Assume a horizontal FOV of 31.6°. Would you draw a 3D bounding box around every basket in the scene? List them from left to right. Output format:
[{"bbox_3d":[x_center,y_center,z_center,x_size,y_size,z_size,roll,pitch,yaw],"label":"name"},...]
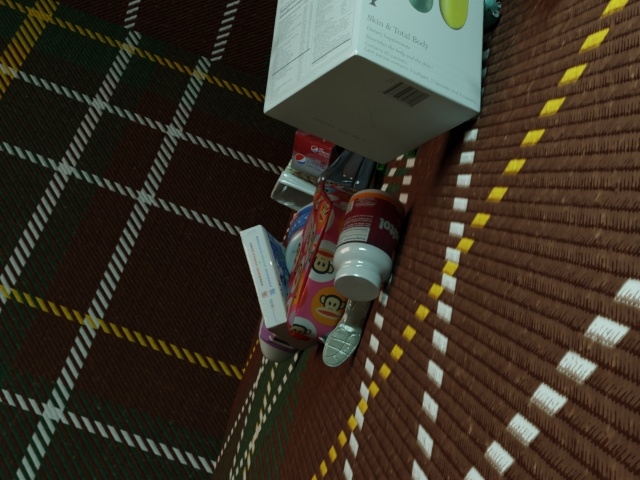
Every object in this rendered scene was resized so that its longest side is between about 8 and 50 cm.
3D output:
[{"bbox_3d":[-0.002,-0.113,2.330,0.113,0.167,0.103,122,171,-68],"label":"basket"}]

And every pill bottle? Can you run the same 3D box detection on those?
[{"bbox_3d":[0.000,0.000,2.098,0.221,0.124,0.124,-88,18,-72],"label":"pill bottle"},{"bbox_3d":[0.067,0.008,1.611,0.086,0.086,0.152,118,170,-54],"label":"pill bottle"}]

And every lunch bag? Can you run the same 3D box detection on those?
[{"bbox_3d":[0.011,0.048,1.837,0.293,0.120,0.258,-94,24,-75],"label":"lunch bag"}]

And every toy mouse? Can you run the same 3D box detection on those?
[{"bbox_3d":[0.230,-0.329,1.506,0.161,0.031,0.143,-77,9,-54],"label":"toy mouse"}]

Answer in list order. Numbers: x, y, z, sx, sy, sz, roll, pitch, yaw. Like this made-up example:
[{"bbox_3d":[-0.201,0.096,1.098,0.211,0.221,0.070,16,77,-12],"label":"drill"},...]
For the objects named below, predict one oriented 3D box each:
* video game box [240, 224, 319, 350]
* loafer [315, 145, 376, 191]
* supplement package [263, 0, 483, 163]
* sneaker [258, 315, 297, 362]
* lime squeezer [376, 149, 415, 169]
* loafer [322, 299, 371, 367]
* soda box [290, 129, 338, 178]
[{"bbox_3d":[-0.071,0.088,2.025,0.205,0.048,0.187,45,-151,-68],"label":"video game box"},{"bbox_3d":[0.064,-0.170,2.141,0.302,0.095,0.109,-71,-4,-55],"label":"loafer"},{"bbox_3d":[0.073,-0.276,1.456,0.198,0.199,0.262,-25,52,50],"label":"supplement package"},{"bbox_3d":[-0.059,0.165,2.231,0.161,0.102,0.282,-83,14,-55],"label":"sneaker"},{"bbox_3d":[0.134,-0.187,1.924,0.310,0.059,0.109,170,88,-83],"label":"lime squeezer"},{"bbox_3d":[0.043,0.132,1.668,0.125,0.045,0.039,-64,-12,-8],"label":"loafer"},{"bbox_3d":[0.040,-0.231,2.290,0.263,0.083,0.092,-50,-21,-44],"label":"soda box"}]
